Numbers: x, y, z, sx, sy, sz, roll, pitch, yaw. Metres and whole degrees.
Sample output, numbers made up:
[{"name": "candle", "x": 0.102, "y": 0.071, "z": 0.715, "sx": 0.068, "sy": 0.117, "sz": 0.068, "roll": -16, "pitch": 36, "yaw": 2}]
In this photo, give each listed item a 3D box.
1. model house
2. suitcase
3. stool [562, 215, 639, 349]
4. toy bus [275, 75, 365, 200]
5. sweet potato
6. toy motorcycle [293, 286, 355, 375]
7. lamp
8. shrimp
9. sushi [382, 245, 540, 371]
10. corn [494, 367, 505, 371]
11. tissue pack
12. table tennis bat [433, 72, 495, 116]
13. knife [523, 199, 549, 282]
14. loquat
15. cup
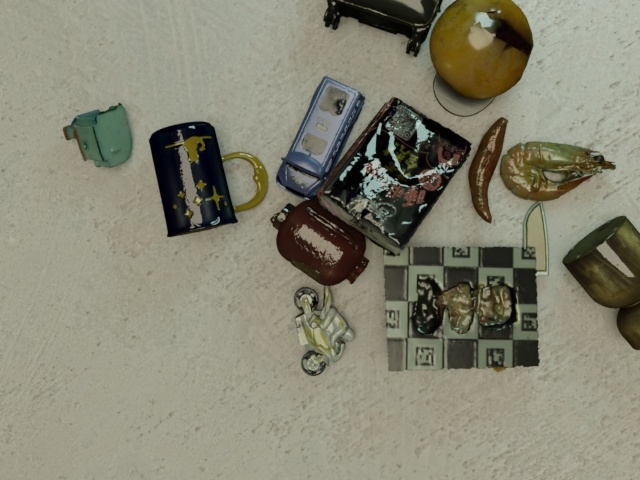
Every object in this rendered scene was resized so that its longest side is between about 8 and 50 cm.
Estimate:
[{"name": "model house", "x": -0.569, "y": -0.263, "z": 1.935, "sx": 0.149, "sy": 0.119, "sz": 0.148, "roll": 7, "pitch": 119, "yaw": 29}, {"name": "suitcase", "x": 0.182, "y": -0.678, "z": 1.775, "sx": 0.283, "sy": 0.194, "sz": 0.433, "roll": 20, "pitch": 94, "yaw": 4}, {"name": "stool", "x": 0.712, "y": 0.096, "z": 1.777, "sx": 0.179, "sy": 0.179, "sz": 0.264, "roll": -39, "pitch": 89, "yaw": 7}, {"name": "toy bus", "x": -0.004, "y": -0.241, "z": 1.851, "sx": 0.125, "sy": 0.133, "sz": 0.292, "roll": 26, "pitch": 96, "yaw": 3}, {"name": "sweet potato", "x": 0.397, "y": -0.170, "z": 1.848, "sx": 0.078, "sy": 0.058, "sz": 0.255, "roll": 10, "pitch": 89, "yaw": 31}, {"name": "toy motorcycle", "x": 0.010, "y": 0.221, "z": 1.913, "sx": 0.151, "sy": 0.074, "sz": 0.228, "roll": -6, "pitch": 92, "yaw": 4}, {"name": "lamp", "x": 0.000, "y": 0.000, "z": 1.845, "sx": 0.258, "sy": 0.180, "sz": 0.180, "roll": 36, "pitch": 97, "yaw": 0}, {"name": "shrimp", "x": 0.565, "y": -0.167, "z": 1.833, "sx": 0.267, "sy": 0.061, "sz": 0.145, "roll": -3, "pitch": 95, "yaw": 7}, {"name": "sushi", "x": 0.332, "y": 0.161, "z": 1.871, "sx": 0.373, "sy": 0.100, "sz": 0.296, "roll": -1, "pitch": 86, "yaw": -5}, {"name": "corn", "x": 0.420, "y": 0.283, "z": 1.891, "sx": 0.037, "sy": 0.037, "sz": 0.092, "roll": -38, "pitch": 88, "yaw": 7}, {"name": "tissue pack", "x": 0.171, "y": -0.154, "z": 1.808, "sx": 0.245, "sy": 0.123, "sz": 0.332, "roll": 34, "pitch": 72, "yaw": 5}, {"name": "table tennis bat", "x": 0.389, "y": -0.424, "z": 1.856, "sx": 0.154, "sy": 0.021, "sz": 0.274, "roll": 40, "pitch": 99, "yaw": 2}, {"name": "knife", "x": 0.524, "y": 0.072, "z": 1.869, "sx": 0.061, "sy": 0.027, "sz": 0.343, "roll": 0, "pitch": 91, "yaw": 17}, {"name": "loquat", "x": 0.360, "y": -0.440, "z": 1.735, "sx": 0.235, "sy": 0.235, "sz": 0.235, "roll": 0, "pitch": 94, "yaw": 6}, {"name": "cup", "x": -0.284, "y": -0.155, "z": 1.900, "sx": 0.178, "sy": 0.255, "sz": 0.256, "roll": -11, "pitch": 90, "yaw": 44}]
